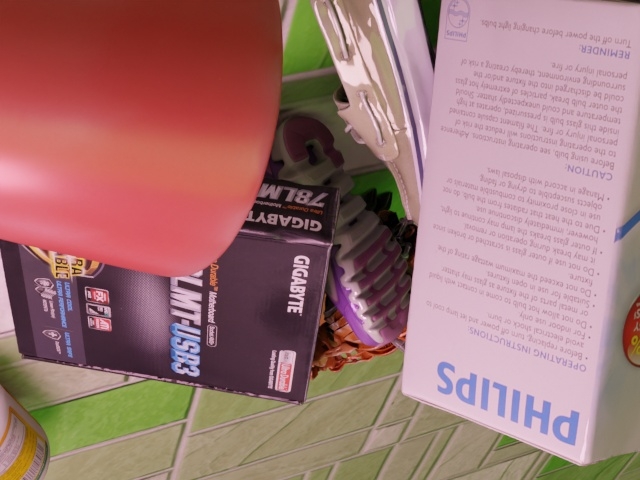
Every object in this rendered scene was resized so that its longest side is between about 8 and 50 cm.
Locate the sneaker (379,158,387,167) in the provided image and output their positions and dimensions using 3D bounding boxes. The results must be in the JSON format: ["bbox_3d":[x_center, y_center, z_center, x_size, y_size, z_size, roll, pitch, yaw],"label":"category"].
[{"bbox_3d":[0.169,-0.117,1.477,0.275,0.110,0.107,-15,150,-22],"label":"sneaker"}]

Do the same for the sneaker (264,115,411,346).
[{"bbox_3d":[0.000,0.000,1.446,0.104,0.236,0.095,-27,-177,37],"label":"sneaker"}]

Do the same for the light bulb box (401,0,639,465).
[{"bbox_3d":[0.284,-0.027,1.293,0.357,0.225,0.361,-4,105,-39],"label":"light bulb box"}]

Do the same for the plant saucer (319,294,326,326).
[{"bbox_3d":[-0.067,0.121,1.760,0.200,0.037,0.200,-20,152,-11],"label":"plant saucer"}]

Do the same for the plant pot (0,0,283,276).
[{"bbox_3d":[-0.194,-0.112,1.040,0.243,0.275,0.275,4,141,-31],"label":"plant pot"}]

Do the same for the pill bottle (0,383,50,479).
[{"bbox_3d":[-0.368,0.199,1.548,0.117,0.118,0.208,-25,153,-3],"label":"pill bottle"}]

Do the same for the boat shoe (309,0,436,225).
[{"bbox_3d":[0.059,-0.131,1.308,0.094,0.109,0.302,-12,121,8],"label":"boat shoe"}]

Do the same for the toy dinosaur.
[{"bbox_3d":[0.043,0.043,1.526,0.321,0.218,0.164,-25,153,-4],"label":"toy dinosaur"}]

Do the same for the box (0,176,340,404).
[{"bbox_3d":[-0.141,0.037,1.373,0.293,0.073,0.295,11,147,0],"label":"box"}]
